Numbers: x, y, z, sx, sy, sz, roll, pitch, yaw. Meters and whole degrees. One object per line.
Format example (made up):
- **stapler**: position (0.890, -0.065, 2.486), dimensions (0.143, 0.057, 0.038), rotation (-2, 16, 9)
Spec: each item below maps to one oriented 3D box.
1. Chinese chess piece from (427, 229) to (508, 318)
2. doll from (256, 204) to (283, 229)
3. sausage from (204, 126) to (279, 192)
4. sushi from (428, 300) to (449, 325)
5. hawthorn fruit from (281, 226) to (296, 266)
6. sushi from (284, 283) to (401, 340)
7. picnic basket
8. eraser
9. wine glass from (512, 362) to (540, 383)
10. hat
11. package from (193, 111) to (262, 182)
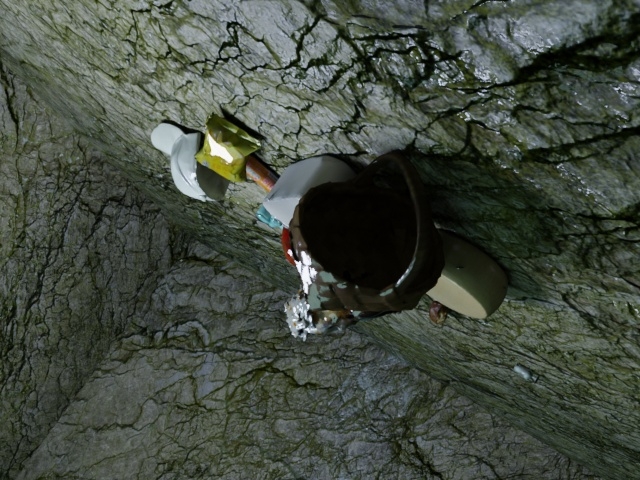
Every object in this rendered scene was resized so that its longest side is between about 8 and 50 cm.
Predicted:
- **Chinese chess piece**: position (0.316, 0.080, 1.487), dimensions (0.273, 0.102, 0.273), rotation (33, 169, 8)
- **doll**: position (-0.136, -0.056, 2.211), dimensions (0.159, 0.059, 0.158), rotation (20, 160, 43)
- **sausage**: position (-0.197, -0.213, 1.793), dimensions (0.348, 0.053, 0.053), rotation (40, 166, -24)
- **sushi**: position (0.381, 0.235, 1.986), dimensions (0.060, 0.061, 0.118), rotation (40, 171, 34)
- **hawthorn fruit**: position (0.000, 0.000, 1.774), dimensions (0.215, 0.215, 0.250), rotation (31, -178, 15)
- **sushi**: position (0.077, 0.174, 1.892), dimensions (0.417, 0.418, 0.175), rotation (148, 108, -76)
- **picnic basket**: position (0.120, -0.023, 1.241), dimensions (0.337, 0.338, 0.292), rotation (56, -163, -59)
- **eraser**: position (0.038, -0.062, 1.562), dimensions (0.331, 0.150, 0.331), rotation (34, 165, 10)
- **wine glass**: position (0.676, 0.437, 2.042), dimensions (0.083, 0.042, 0.038), rotation (29, 137, 30)
- **hat**: position (-0.449, -0.251, 2.026), dimensions (0.302, 0.168, 0.258), rotation (27, 165, 27)
- **package**: position (-0.252, -0.243, 1.666), dimensions (0.168, 0.090, 0.226), rotation (27, 147, -4)
